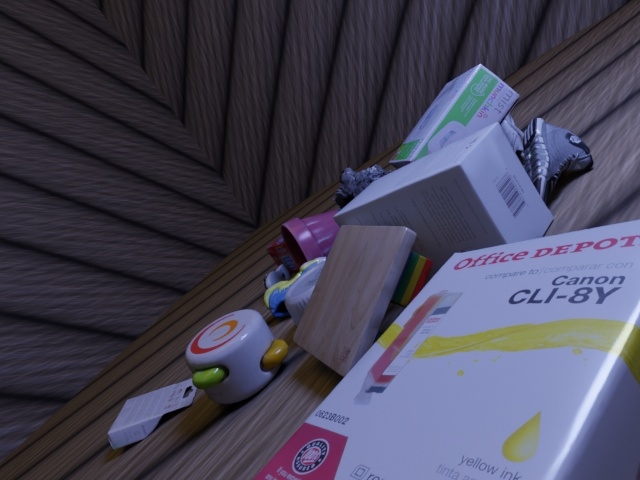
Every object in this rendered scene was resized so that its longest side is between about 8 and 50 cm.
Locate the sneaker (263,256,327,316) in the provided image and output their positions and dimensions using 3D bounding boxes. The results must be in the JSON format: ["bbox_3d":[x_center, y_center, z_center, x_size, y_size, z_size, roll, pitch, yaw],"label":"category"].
[{"bbox_3d":[-0.049,0.146,1.390,0.240,0.091,0.126,-34,29,6],"label":"sneaker"}]

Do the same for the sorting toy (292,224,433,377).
[{"bbox_3d":[0.076,0.107,0.893,0.257,0.089,0.255,-67,21,-7],"label":"sorting toy"}]

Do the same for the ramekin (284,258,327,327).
[{"bbox_3d":[0.011,0.129,1.157,0.207,0.109,0.207,-34,11,7],"label":"ramekin"}]

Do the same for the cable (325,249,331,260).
[{"bbox_3d":[0.079,0.044,1.348,0.184,0.047,0.150,-41,38,-23],"label":"cable"}]

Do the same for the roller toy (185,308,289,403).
[{"bbox_3d":[-0.187,0.261,1.093,0.209,0.146,0.191,-32,19,-16],"label":"roller toy"}]

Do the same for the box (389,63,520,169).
[{"bbox_3d":[0.311,-0.257,1.171,0.262,0.126,0.231,-54,7,5],"label":"box"}]

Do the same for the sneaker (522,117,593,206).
[{"bbox_3d":[0.481,-0.143,0.973,0.086,0.132,0.229,98,-175,-66],"label":"sneaker"}]

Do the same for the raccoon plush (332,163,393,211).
[{"bbox_3d":[0.261,-0.140,1.574,0.445,0.216,0.299,11,23,34],"label":"raccoon plush"}]

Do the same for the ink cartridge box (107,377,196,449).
[{"bbox_3d":[-0.433,0.456,1.312,0.224,0.056,0.181,-17,10,-3],"label":"ink cartridge box"}]

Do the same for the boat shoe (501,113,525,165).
[{"bbox_3d":[0.454,-0.211,1.203,0.367,0.156,0.136,-61,-2,-42],"label":"boat shoe"}]

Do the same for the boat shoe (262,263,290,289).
[{"bbox_3d":[-0.162,0.146,1.708,0.070,0.078,0.219,-32,3,13],"label":"boat shoe"}]

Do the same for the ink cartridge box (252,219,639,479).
[{"bbox_3d":[0.156,0.163,0.433,0.384,0.161,0.279,-41,12,-29],"label":"ink cartridge box"}]

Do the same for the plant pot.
[{"bbox_3d":[0.000,0.000,1.535,0.180,0.202,0.201,-28,9,-14],"label":"plant pot"}]

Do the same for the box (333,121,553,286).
[{"bbox_3d":[0.228,-0.045,0.965,0.168,0.215,0.345,-43,14,-35],"label":"box"}]

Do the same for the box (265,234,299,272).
[{"bbox_3d":[-0.081,0.031,1.795,0.122,0.128,0.256,-41,13,-27],"label":"box"}]
